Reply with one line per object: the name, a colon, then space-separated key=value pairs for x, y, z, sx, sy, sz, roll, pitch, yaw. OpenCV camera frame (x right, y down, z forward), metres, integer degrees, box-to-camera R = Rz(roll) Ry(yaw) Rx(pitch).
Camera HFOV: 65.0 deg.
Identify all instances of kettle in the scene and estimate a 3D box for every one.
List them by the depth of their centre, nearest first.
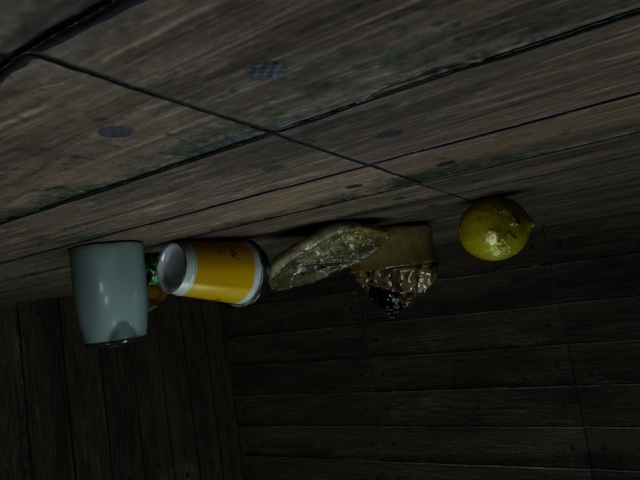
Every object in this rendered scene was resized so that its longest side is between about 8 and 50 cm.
kettle: x=-0.498 y=0.133 z=1.185 sx=0.161 sy=0.236 sz=0.221 roll=-5 pitch=174 yaw=-39

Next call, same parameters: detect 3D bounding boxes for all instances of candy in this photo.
candy: x=-0.459 y=0.093 z=1.365 sx=0.097 sy=0.096 sz=0.323 roll=-7 pitch=-173 yaw=-15

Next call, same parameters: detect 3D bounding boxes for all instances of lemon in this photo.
lemon: x=0.453 y=-0.030 z=1.326 sx=0.174 sy=0.173 sz=0.206 roll=-5 pitch=-178 yaw=-35

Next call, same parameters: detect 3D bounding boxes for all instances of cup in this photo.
cup: x=-0.281 y=0.081 z=1.342 sx=0.197 sy=0.196 sz=0.280 roll=-12 pitch=167 yaw=38

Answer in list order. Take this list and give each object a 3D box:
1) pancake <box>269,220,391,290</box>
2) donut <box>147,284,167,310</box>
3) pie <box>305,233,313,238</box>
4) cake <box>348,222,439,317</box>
pancake: x=0.020 y=0.043 z=1.485 sx=0.388 sy=0.082 sz=0.387 roll=-20 pitch=163 yaw=-6
donut: x=-0.713 y=0.196 z=1.839 sx=0.331 sy=0.159 sz=0.330 roll=-20 pitch=166 yaw=-5
pie: x=0.037 y=-0.004 z=1.611 sx=0.183 sy=0.049 sz=0.182 roll=-9 pitch=176 yaw=-1
cake: x=0.260 y=0.113 z=1.789 sx=0.333 sy=0.320 sz=0.332 roll=-9 pitch=177 yaw=0
